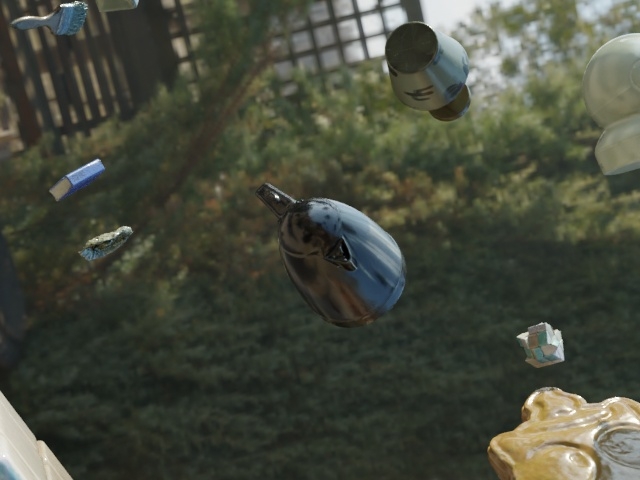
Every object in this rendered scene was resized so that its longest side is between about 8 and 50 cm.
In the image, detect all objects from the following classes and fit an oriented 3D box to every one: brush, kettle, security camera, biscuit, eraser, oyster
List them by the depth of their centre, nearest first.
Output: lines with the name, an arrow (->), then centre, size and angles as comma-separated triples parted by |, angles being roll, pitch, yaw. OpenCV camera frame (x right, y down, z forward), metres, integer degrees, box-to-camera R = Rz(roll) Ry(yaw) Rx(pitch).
biscuit -> 0.389, 0.306, 1.589 | 0.376, 0.269, 0.051 | -127, -153, -60
eraser -> -0.423, -0.106, 1.990 | 0.027, 0.063, 0.085 | 54, 41, -2
security camera -> 0.561, -0.249, 2.037 | 0.194, 0.195, 0.236 | 76, -1, -83
kettle -> 0.015, 0.001, 2.114 | 0.271, 0.207, 0.250 | 47, 27, -54
brush -> -0.507, -0.409, 2.129 | 0.196, 0.021, 0.070 | -27, 146, -57
oyster -> -0.428, 0.000, 2.256 | 0.037, 0.098, 0.100 | 57, 7, 10

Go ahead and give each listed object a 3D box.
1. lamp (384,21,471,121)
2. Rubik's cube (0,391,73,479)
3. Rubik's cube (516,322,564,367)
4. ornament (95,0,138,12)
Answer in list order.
lamp -> 0.166, -0.242, 1.695 | 0.215, 0.121, 0.121 | 39, 35, -64
Rubik's cube -> -0.397, 0.391, 1.245 | 0.316, 0.322, 0.319 | 59, -12, -16
Rubik's cube -> 0.412, 0.192, 2.154 | 0.073, 0.075, 0.084 | 27, 36, -44
ornament -> -0.386, -0.520, 1.967 | 0.285, 0.120, 0.130 | 53, 23, -55
